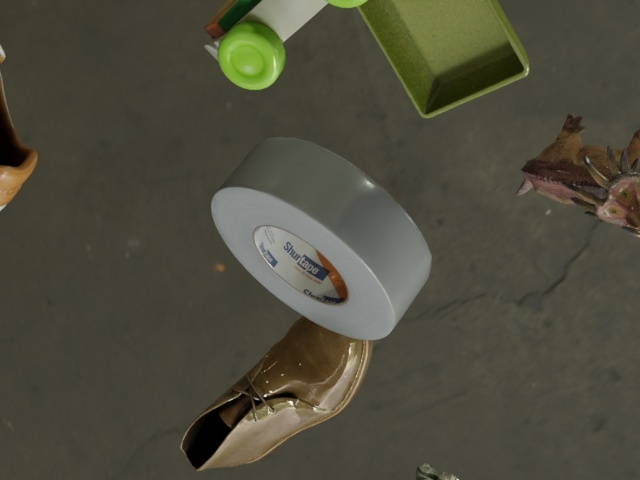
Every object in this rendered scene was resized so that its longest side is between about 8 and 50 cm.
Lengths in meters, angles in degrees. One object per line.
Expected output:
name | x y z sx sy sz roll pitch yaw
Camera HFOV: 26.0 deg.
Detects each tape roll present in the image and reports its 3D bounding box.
tape roll | 0.000 0.000 1.362 0.219 0.219 0.072 37 67 3

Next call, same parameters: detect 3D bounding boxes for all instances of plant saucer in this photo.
plant saucer | 0.146 -0.256 1.620 0.045 0.188 0.188 -38 101 -37

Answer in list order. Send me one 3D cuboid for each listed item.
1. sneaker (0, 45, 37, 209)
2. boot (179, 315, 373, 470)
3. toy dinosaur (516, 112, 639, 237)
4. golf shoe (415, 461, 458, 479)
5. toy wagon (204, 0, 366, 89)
sneaker | -0.274 -0.149 0.906 0.290 0.123 0.106 60 35 -6
boot | -0.053 0.181 1.615 0.115 0.305 0.112 -14 64 -51
toy dinosaur | 0.335 -0.078 1.734 0.200 0.295 0.127 -32 116 -42
golf shoe | 0.151 0.342 1.764 0.069 0.176 0.086 16 76 31
toy wagon | 0.039 -0.272 1.183 0.068 0.344 0.267 43 38 -13
